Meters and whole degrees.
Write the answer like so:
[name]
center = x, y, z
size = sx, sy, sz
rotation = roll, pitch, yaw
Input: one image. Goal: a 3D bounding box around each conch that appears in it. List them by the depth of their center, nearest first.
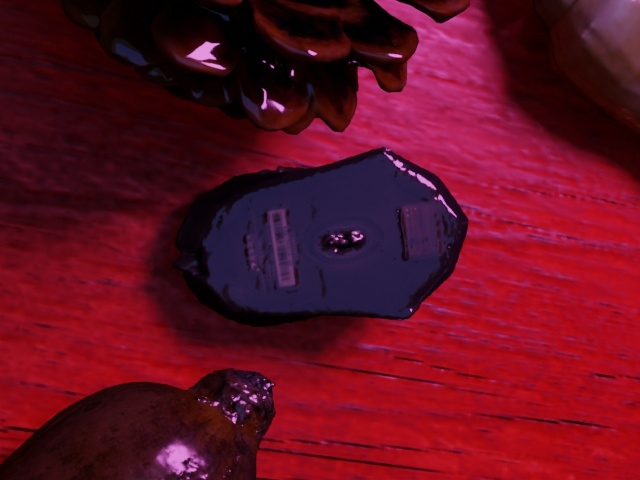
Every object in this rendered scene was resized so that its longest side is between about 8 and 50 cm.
[conch]
center = 0.193, -0.128, 0.660
size = 0.201, 0.079, 0.095
rotation = 40, 64, -30

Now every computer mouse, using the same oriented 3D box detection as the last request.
[computer mouse]
center = 0.000, 0.000, 0.607
size = 0.172, 0.057, 0.099
rotation = -7, 93, -6

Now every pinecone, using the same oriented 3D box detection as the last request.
[pinecone]
center = -0.015, -0.197, 0.490
size = 0.246, 0.292, 0.246
rotation = 17, 43, -16

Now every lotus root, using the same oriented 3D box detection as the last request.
[lotus root]
center = -0.104, 0.140, 0.541
size = 0.209, 0.120, 0.120
rotation = -38, 100, -14
